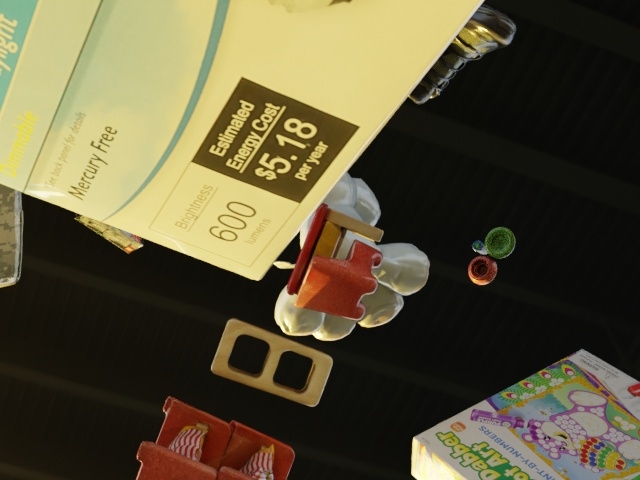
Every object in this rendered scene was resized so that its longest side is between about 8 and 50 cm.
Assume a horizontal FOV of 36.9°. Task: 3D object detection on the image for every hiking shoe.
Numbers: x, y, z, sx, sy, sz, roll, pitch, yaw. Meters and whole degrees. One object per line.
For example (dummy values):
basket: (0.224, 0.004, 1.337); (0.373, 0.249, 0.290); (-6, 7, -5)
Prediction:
hiking shoe: (0.155, -0.227, 1.230); (0.086, 0.227, 0.114); (24, -106, -33)

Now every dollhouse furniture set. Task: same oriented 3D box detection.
dollhouse furniture set: (-0.067, 0.134, 0.949); (0.152, 0.201, 0.374); (21, -90, -3)

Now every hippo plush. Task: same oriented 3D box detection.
hippo plush: (0.000, 0.000, 1.509); (0.234, 0.237, 0.294); (-41, -41, 20)

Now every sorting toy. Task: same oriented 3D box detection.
sorting toy: (0.278, 0.025, 1.553); (0.102, 0.061, 0.042); (-54, -34, 9)

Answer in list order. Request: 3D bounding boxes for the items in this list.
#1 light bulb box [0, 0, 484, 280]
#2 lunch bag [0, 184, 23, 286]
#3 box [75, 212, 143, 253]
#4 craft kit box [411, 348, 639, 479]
light bulb box: (-0.108, -0.211, 0.475); (0.361, 0.225, 0.358); (21, -41, -17)
lunch bag: (-0.571, -0.059, 1.327); (0.256, 0.212, 0.305); (-22, -40, -39)
box: (-0.261, -0.062, 1.195); (0.027, 0.137, 0.094); (-28, -42, 23)
craft kit box: (0.258, 0.219, 0.901); (0.246, 0.250, 0.061); (-23, -55, -30)
